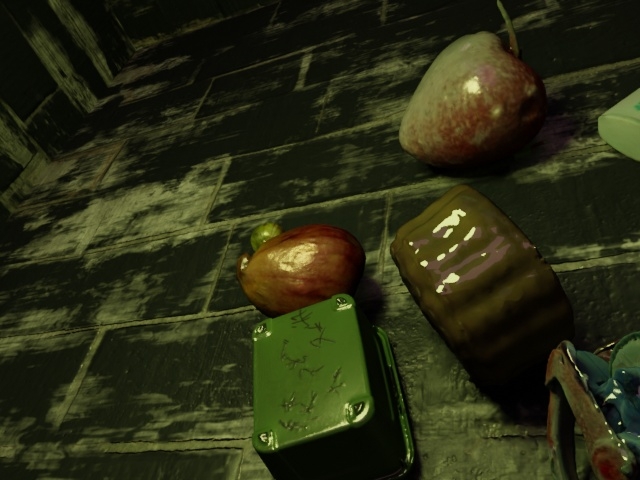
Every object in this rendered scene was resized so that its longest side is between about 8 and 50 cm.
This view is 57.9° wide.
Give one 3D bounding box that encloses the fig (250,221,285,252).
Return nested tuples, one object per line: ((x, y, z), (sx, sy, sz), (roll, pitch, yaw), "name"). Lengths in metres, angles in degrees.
((-0.126, -0.025, 1.474), (0.093, 0.093, 0.166), (-14, 36, 16), "fig")

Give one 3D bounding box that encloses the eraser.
((0.767, -0.285, 1.232), (0.290, 0.104, 0.189), (-35, 36, -10), "eraser")

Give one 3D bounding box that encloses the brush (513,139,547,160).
((0.497, -0.215, 1.372), (0.083, 0.021, 0.018), (-23, 37, 14), "brush")

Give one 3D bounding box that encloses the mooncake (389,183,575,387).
((0.251, 0.080, 0.959), (0.187, 0.324, 0.324), (-32, 39, 3), "mooncake")

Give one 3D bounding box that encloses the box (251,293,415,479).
((0.007, 0.262, 1.008), (0.253, 0.177, 0.328), (-20, 40, 8), "box")

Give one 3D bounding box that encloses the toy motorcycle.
((0.406, 0.277, 0.720), (0.182, 0.241, 0.319), (-7, 66, -1), "toy motorcycle")

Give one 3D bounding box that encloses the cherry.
((0.358, -0.329, 1.370), (0.335, 0.291, 0.326), (-22, 47, 41), "cherry")

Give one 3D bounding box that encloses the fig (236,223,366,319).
((-0.031, 0.074, 1.195), (0.263, 0.224, 0.224), (-21, 39, 4), "fig")
